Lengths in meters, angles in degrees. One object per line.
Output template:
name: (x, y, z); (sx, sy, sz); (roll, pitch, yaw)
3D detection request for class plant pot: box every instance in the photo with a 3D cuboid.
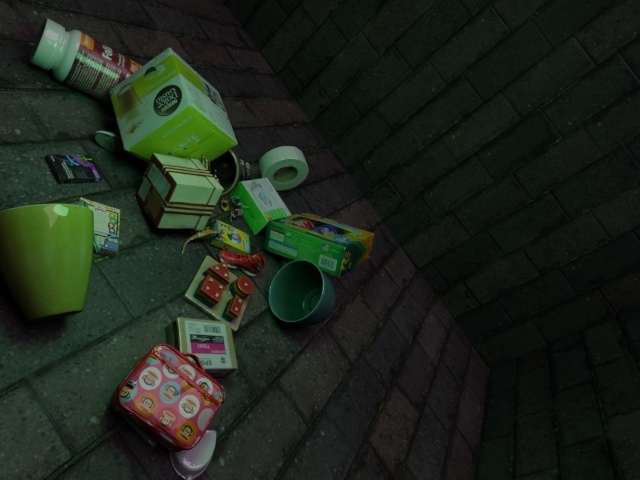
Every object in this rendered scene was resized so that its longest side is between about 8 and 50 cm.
plant pot: (-0.059, 0.266, 2.004); (0.235, 0.292, 0.293); (39, 29, -53)
plant pot: (-0.787, 0.075, 1.231); (0.274, 0.274, 0.294); (-3, 77, -55)
plant pot: (-0.503, -0.363, 2.098); (0.263, 0.263, 0.229); (48, 13, -9)

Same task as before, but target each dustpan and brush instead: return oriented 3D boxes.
dustpan and brush: (-0.400, 0.697, 1.305); (0.147, 0.060, 0.211); (19, 36, -27)

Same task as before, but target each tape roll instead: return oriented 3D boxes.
tape roll: (-0.215, -0.419, 2.483); (0.286, 0.286, 0.100); (17, 45, -46)

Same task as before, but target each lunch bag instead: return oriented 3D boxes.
lunch bag: (-0.451, 0.468, 1.309); (0.293, 0.120, 0.258); (43, 45, -13)

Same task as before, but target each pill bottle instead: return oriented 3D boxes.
pill bottle: (-0.983, -0.741, 1.807); (0.392, 0.224, 0.224); (21, 43, -44)

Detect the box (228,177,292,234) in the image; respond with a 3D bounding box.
box: (-0.317, -0.185, 2.260); (0.262, 0.126, 0.231); (56, 32, 7)

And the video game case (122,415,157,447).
video game case: (-0.527, 0.533, 1.323); (0.157, 0.019, 0.143); (50, 30, -6)

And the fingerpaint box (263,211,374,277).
fingerpaint box: (0.000, 0.000, 2.191); (0.444, 0.163, 0.371); (19, 20, 25)

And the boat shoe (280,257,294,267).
boat shoe: (-0.099, 0.109, 2.272); (0.113, 0.127, 0.340); (27, 28, 22)

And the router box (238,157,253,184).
router box: (-0.442, -0.378, 2.362); (0.133, 0.046, 0.179); (24, 41, -41)

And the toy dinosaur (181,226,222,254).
toy dinosaur: (-0.530, -0.025, 1.837); (0.211, 0.064, 0.112); (-24, 42, -32)

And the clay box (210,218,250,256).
clay box: (-0.412, -0.001, 2.002); (0.222, 0.053, 0.128); (27, 36, -37)

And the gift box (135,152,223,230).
gift box: (-0.578, -0.217, 1.767); (0.258, 0.255, 0.276); (1, 43, -52)

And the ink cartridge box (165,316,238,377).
ink cartridge box: (-0.429, 0.391, 1.540); (0.234, 0.088, 0.193); (18, 44, -46)

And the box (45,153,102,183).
box: (-0.925, -0.270, 1.595); (0.116, 0.029, 0.162); (58, 32, 8)

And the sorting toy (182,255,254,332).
sorting toy: (-0.401, 0.204, 1.770); (0.257, 0.089, 0.256); (41, 32, -20)

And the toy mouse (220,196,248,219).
toy mouse: (-0.430, -0.163, 2.130); (0.142, 0.031, 0.161); (-4, 65, -28)

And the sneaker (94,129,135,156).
sneaker: (-0.856, -0.453, 1.826); (0.226, 0.086, 0.164); (16, 45, -44)

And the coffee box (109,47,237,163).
coffee box: (-0.622, -0.523, 1.821); (0.335, 0.337, 0.338); (66, 14, 23)

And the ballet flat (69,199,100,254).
ballet flat: (-0.797, -0.038, 1.422); (0.068, 0.072, 0.213); (-16, 69, -27)

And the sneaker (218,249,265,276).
sneaker: (-0.347, 0.077, 1.938); (0.221, 0.128, 0.087); (27, 39, -38)

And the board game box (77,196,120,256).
board game box: (-0.801, -0.048, 1.518); (0.146, 0.045, 0.194); (22, 43, -42)
